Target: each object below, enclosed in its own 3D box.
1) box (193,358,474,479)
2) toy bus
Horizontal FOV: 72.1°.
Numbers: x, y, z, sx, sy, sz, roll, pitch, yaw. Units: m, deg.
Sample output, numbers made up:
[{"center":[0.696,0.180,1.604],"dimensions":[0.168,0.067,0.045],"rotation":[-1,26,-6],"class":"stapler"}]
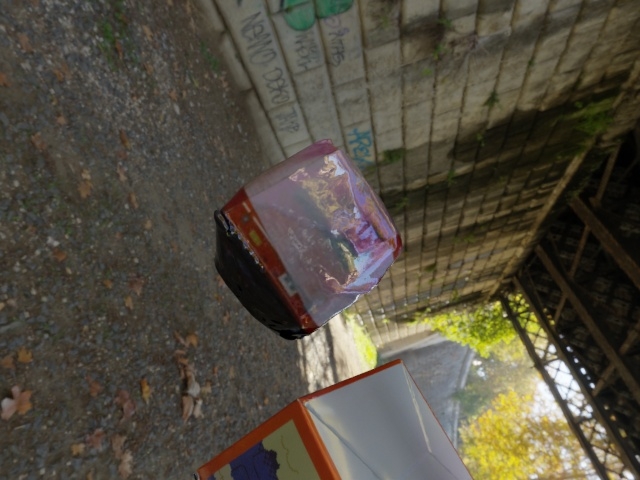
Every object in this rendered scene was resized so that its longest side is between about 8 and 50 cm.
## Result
[{"center":[0.050,0.409,0.695],"dimensions":[0.348,0.256,0.319],"rotation":[5,49,-57],"class":"box"},{"center":[0.000,0.000,0.461],"dimensions":[0.128,0.147,0.302],"rotation":[55,7,3],"class":"toy bus"}]
